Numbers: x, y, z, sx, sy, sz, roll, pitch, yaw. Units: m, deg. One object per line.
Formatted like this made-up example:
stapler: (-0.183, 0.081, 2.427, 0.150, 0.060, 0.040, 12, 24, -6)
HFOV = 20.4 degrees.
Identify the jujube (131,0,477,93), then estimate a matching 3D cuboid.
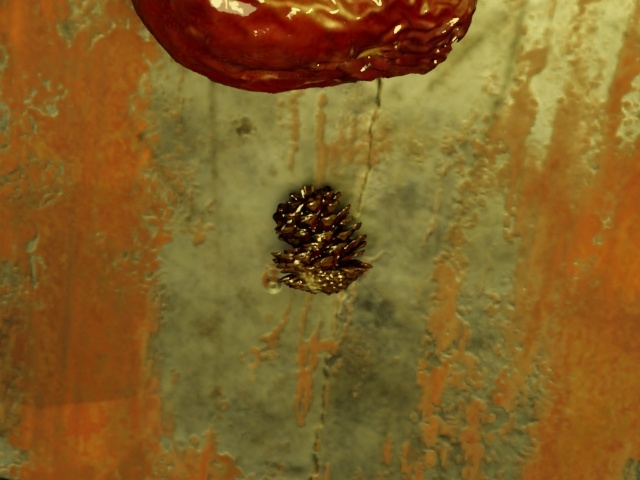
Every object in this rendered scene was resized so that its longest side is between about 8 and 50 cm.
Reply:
jujube: (-0.012, -0.179, 1.227, 0.236, 0.168, 0.168, 12, 113, -15)

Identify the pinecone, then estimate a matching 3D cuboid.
pinecone: (0.000, 0.000, 1.333, 0.077, 0.077, 0.083, -3, 89, 8)
